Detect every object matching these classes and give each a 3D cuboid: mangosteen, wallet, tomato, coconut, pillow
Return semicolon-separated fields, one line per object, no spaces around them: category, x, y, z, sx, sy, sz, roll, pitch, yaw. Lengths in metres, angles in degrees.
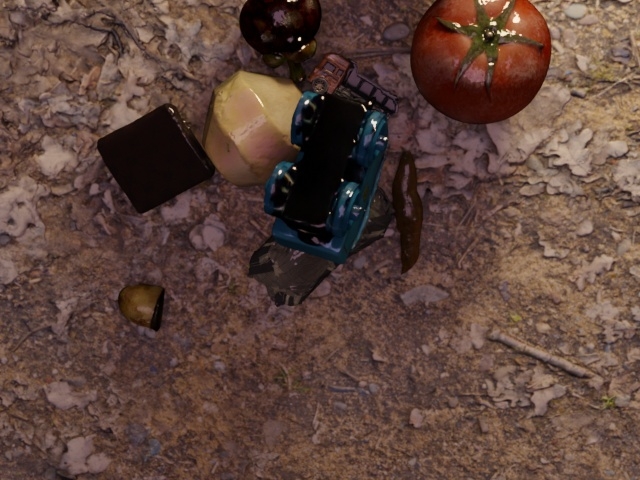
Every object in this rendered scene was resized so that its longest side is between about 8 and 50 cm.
mangosteen;-0.068;-0.421;1.745;0.172;0.172;0.184;-38;78;10
wallet;-0.339;-0.169;1.835;0.229;0.049;0.182;-22;106;34
tomato;0.302;-0.348;1.703;0.264;0.265;0.265;1;102;3
coconut;-0.126;-0.224;1.771;0.237;0.237;0.197;-42;62;11
pillow;0.000;0.000;1.870;0.335;0.092;0.161;-41;102;10

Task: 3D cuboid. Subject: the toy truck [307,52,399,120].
toy truck;0.072;-0.306;1.806;0.192;0.083;0.092;31;102;-4

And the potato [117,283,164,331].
potato;-0.397;0.145;1.942;0.103;0.066;0.096;8;99;4

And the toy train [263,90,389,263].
toy train;0.021;-0.128;1.687;0.188;0.265;0.300;17;80;11

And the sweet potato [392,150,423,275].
sweet potato;0.182;-0.054;1.864;0.067;0.067;0.274;-2;107;4
